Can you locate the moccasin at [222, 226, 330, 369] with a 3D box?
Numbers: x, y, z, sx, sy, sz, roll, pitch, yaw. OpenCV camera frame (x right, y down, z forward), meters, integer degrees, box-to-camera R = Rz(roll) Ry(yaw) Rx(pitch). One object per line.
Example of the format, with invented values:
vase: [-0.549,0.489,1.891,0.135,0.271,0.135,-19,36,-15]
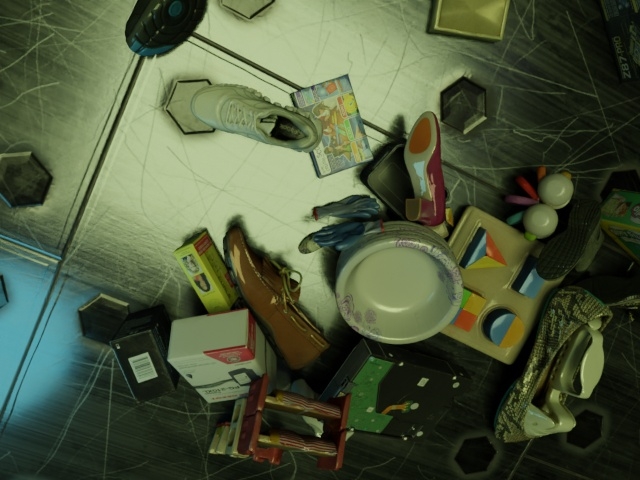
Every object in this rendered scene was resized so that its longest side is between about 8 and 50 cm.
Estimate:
moccasin: [-0.098,0.127,1.171,0.146,0.139,0.380,-31,105,-2]

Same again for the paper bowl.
paper bowl: [0.176,0.087,1.176,0.283,0.148,0.285,1,119,2]

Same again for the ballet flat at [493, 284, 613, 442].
ballet flat: [0.586,0.354,1.276,0.163,0.182,0.484,9,107,-26]

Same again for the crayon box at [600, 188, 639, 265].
crayon box: [0.871,0.030,1.179,0.313,0.363,0.106,39,93,-15]

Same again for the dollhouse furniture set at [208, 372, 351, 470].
dollhouse furniture set: [-0.105,0.422,1.160,0.201,0.374,0.152,18,63,-17]

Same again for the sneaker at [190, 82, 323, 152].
sneaker: [-0.138,-0.259,1.075,0.291,0.118,0.110,15,109,0]

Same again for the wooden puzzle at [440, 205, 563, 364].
wooden puzzle: [0.441,0.126,1.282,0.347,0.080,0.322,25,97,-13]

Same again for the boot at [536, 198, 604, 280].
boot: [0.626,0.034,1.240,0.247,0.083,0.161,-50,131,-15]

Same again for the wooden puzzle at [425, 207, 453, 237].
wooden puzzle: [0.276,-0.032,1.258,0.116,0.014,0.079,-19,100,-4]

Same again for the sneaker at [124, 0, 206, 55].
sneaker: [-0.297,-0.534,1.024,0.139,0.125,0.341,39,98,12]

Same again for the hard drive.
hard drive: [0.180,0.376,1.245,0.338,0.064,0.237,20,112,-29]

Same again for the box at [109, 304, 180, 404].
box: [-0.383,0.250,1.145,0.093,0.158,0.156,-17,105,-4]

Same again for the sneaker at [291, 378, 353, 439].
sneaker: [0.010,0.426,1.291,0.115,0.090,0.232,-31,114,-8]

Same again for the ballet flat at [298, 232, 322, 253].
ballet flat: [0.000,0.000,1.209,0.114,0.041,0.041,-28,105,-1]

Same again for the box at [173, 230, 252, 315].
box: [-0.242,0.101,1.166,0.058,0.087,0.233,-23,104,18]

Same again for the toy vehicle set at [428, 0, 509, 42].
toy vehicle set: [0.347,-0.592,1.130,0.165,0.035,0.267,6,101,-10]

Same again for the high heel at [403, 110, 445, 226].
high heel: [0.248,-0.154,1.122,0.117,0.082,0.245,5,86,-45]

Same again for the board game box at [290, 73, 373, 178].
board game box: [0.027,-0.258,1.157,0.136,0.035,0.202,-19,105,-4]

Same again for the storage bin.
storage bin: [0.195,-0.128,1.187,0.180,0.084,0.122,42,94,-14]

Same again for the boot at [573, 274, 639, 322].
boot: [0.795,0.164,1.332,0.236,0.085,0.179,-11,142,28]

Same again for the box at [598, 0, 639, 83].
box: [0.713,-0.536,1.052,0.097,0.318,0.395,-26,104,-3]

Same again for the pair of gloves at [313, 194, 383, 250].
pair of gloves: [0.061,-0.041,1.138,0.159,0.198,0.023,-11,124,5]

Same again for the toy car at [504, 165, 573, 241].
toy car: [0.517,-0.093,1.226,0.136,0.159,0.182,27,99,22]

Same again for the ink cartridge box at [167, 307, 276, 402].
ink cartridge box: [-0.208,0.263,1.133,0.171,0.100,0.237,-10,141,6]
